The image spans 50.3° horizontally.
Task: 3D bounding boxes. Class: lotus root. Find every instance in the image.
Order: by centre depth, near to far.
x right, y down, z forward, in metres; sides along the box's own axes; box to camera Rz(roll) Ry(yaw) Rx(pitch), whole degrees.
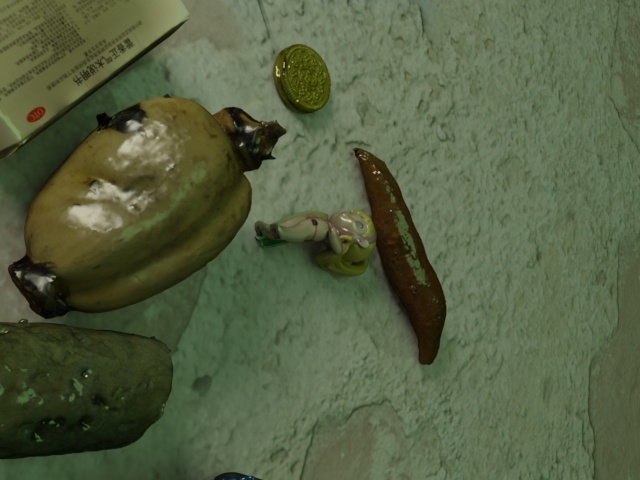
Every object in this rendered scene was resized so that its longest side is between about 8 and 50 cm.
[{"bbox_3d":[-0.153,-0.037,0.595,0.257,0.140,0.154,-41,127,-29],"label":"lotus root"}]

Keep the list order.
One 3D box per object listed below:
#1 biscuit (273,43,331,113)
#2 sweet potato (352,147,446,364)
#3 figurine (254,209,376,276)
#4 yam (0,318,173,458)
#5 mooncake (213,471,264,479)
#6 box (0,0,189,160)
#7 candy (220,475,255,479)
[{"bbox_3d":[-0.021,-0.196,0.826,0.084,0.023,0.084,7,79,-44],"label":"biscuit"},{"bbox_3d":[0.110,0.023,0.897,0.072,0.066,0.314,-86,154,-76],"label":"sweet potato"},{"bbox_3d":[0.000,0.000,0.792,0.187,0.083,0.083,4,82,-51],"label":"figurine"},{"bbox_3d":[-0.218,0.115,0.528,0.194,0.107,0.107,12,76,-45],"label":"yam"},{"bbox_3d":[-0.039,0.288,0.634,0.175,0.168,0.104,48,51,-46],"label":"mooncake"},{"bbox_3d":[-0.238,-0.194,0.561,0.168,0.095,0.212,55,51,-22],"label":"box"},{"bbox_3d":[-0.190,0.286,0.494,0.331,0.077,0.187,-5,82,-16],"label":"candy"}]
